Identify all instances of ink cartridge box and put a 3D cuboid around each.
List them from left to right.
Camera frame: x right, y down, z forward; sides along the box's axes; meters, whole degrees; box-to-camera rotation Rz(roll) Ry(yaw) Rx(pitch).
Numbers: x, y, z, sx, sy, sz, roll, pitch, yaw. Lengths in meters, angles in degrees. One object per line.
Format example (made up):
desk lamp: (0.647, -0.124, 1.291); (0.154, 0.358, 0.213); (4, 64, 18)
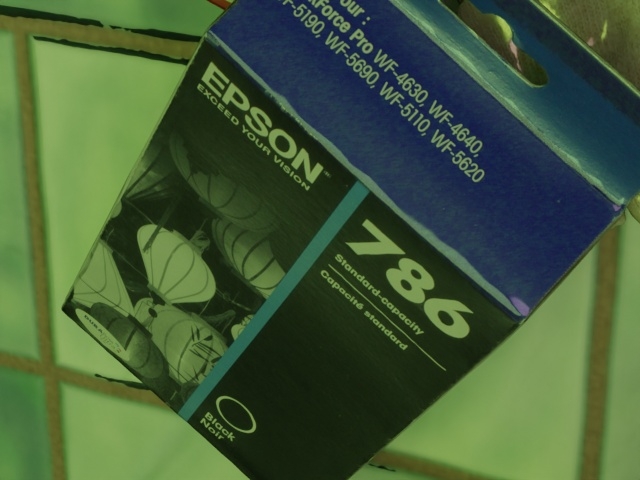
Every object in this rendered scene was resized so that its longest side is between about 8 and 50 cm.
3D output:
ink cartridge box: (0.000, 0.000, 0.710); (0.165, 0.065, 0.332); (42, 146, 4)

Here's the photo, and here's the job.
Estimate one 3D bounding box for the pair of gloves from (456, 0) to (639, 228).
pair of gloves: (0.156, -0.113, 0.620); (0.240, 0.042, 0.204); (-18, 104, 18)

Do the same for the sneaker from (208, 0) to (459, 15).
sneaker: (0.002, -0.150, 0.710); (0.221, 0.087, 0.128); (38, 117, -7)
